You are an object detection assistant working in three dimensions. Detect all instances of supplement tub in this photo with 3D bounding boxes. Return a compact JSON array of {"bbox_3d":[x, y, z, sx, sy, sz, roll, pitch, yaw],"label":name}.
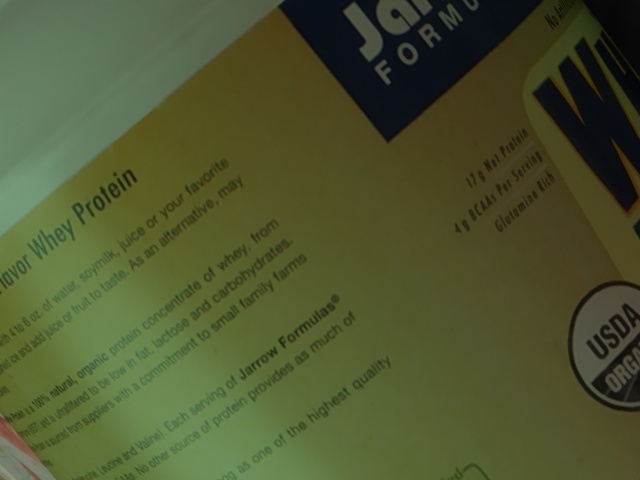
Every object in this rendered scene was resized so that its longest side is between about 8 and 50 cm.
[{"bbox_3d":[0.000,0.000,0.562,0.316,0.228,0.228,51,158,-6],"label":"supplement tub"}]
